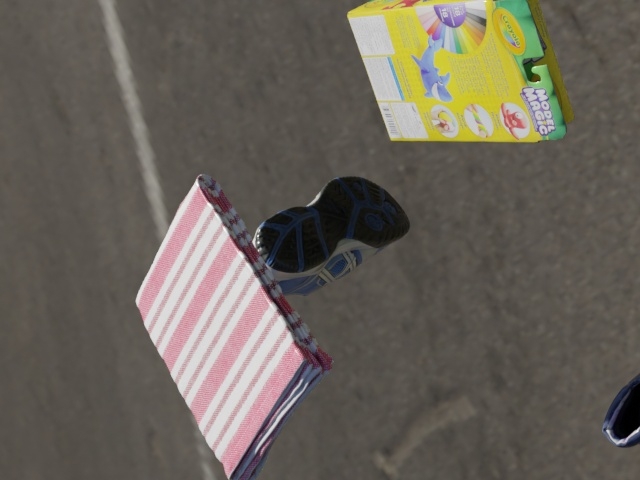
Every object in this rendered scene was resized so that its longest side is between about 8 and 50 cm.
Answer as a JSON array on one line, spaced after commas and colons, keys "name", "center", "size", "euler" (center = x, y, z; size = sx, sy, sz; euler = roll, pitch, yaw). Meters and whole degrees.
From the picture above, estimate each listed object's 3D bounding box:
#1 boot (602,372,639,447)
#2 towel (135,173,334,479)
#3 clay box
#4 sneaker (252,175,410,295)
[{"name": "boot", "center": [0.325, 0.109, 1.306], "size": [0.069, 0.086, 0.190], "euler": [44, 116, 28]}, {"name": "towel", "center": [-0.072, 0.067, 1.138], "size": [0.197, 0.029, 0.144], "euler": [57, 132, 31]}, {"name": "clay box", "center": [0.126, -0.150, 1.274], "size": [0.222, 0.053, 0.127], "euler": [5, 122, 52]}, {"name": "sneaker", "center": [0.000, 0.000, 1.407], "size": [0.080, 0.211, 0.081], "euler": [54, 133, 17]}]
